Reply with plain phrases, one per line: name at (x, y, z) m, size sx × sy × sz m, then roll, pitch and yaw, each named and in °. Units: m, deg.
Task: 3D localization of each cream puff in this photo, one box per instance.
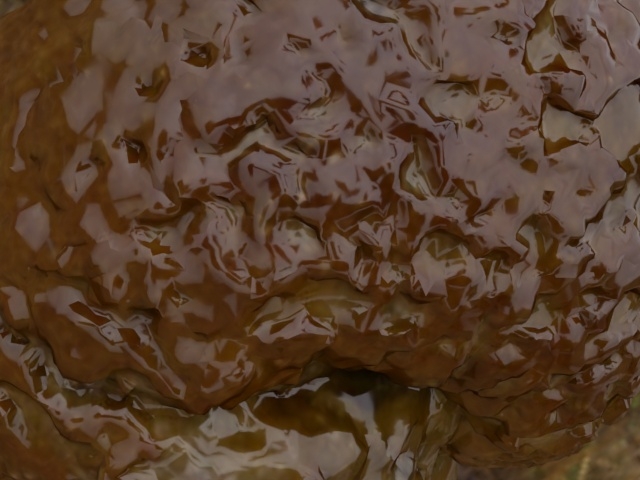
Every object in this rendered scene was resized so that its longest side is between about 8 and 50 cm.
cream puff at (0.000, 0.000, 0.519) m, size 0.212 × 0.303 × 0.303 m, roll 48°, pitch 39°, yaw 5°
